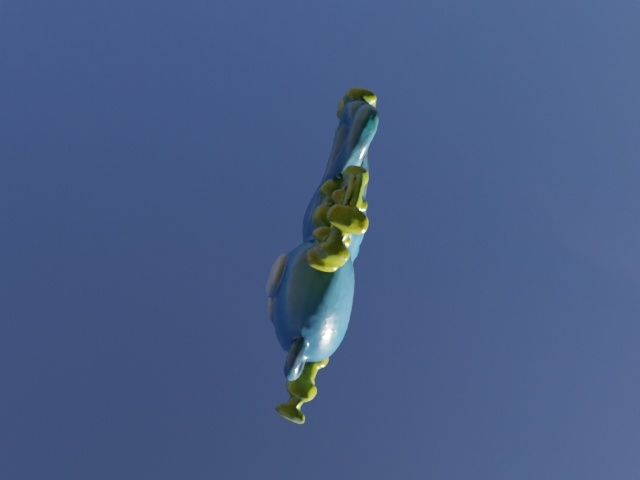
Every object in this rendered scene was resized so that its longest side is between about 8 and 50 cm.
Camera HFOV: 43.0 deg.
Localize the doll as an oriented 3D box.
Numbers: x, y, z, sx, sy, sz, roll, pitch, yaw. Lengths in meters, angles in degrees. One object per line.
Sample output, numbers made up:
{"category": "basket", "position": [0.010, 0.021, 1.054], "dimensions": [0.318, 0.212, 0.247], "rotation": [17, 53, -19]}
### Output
{"category": "doll", "position": [0.000, 0.000, 0.923], "dimensions": [0.098, 0.346, 0.341], "rotation": [10, -125, -1]}
